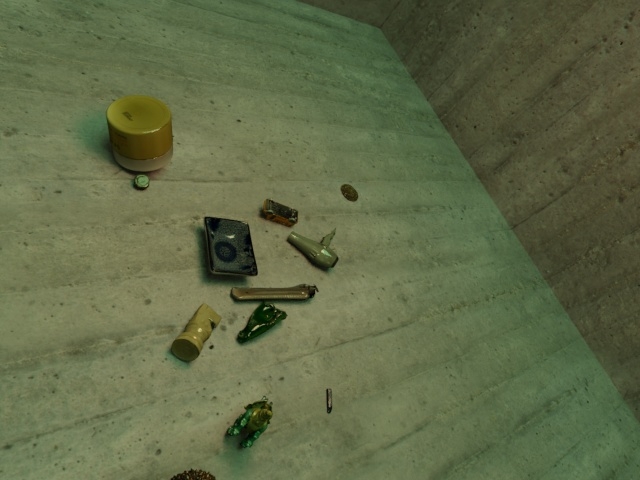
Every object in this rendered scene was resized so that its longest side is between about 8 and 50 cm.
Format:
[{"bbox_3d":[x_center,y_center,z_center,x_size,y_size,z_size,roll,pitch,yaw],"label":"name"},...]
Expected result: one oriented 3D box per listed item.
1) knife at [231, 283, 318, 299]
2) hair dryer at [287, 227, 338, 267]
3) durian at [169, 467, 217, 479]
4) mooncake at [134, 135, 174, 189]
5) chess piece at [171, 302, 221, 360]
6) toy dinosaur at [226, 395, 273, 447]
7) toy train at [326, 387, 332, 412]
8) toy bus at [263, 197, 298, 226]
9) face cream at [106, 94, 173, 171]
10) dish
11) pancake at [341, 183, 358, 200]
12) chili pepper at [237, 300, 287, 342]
[{"bbox_3d":[-0.167,0.198,1.755,0.365,0.043,0.089,2,22,-35],"label":"knife"},{"bbox_3d":[-0.032,-0.006,2.017,0.229,0.092,0.267,22,32,-15],"label":"hair dryer"},{"bbox_3d":[-0.325,0.662,1.143,0.167,0.196,0.196,9,52,-27],"label":"durian"},{"bbox_3d":[-0.640,-0.331,1.793,0.150,0.057,0.347,39,42,-11],"label":"mooncake"},{"bbox_3d":[-0.388,0.284,1.489,0.090,0.090,0.200,37,31,-8],"label":"chess piece"},{"bbox_3d":[-0.188,0.522,1.344,0.094,0.259,0.153,41,69,-1],"label":"toy dinosaur"},{"bbox_3d":[0.032,0.561,1.634,0.017,0.017,0.083,19,48,-24],"label":"toy train"},{"bbox_3d":[-0.175,-0.115,1.972,0.162,0.074,0.069,20,54,-28],"label":"toy bus"},{"bbox_3d":[-0.650,-0.390,1.693,0.218,0.179,0.218,7,51,-9],"label":"face cream"},{"bbox_3d":[-0.342,0.037,1.713,0.182,0.080,0.243,8,51,-34],"label":"dish"},{"bbox_3d":[0.151,-0.245,2.379,0.115,0.011,0.115,21,47,-24],"label":"pancake"},{"bbox_3d":[-0.209,0.284,1.637,0.108,0.062,0.216,24,37,30],"label":"chili pepper"}]
